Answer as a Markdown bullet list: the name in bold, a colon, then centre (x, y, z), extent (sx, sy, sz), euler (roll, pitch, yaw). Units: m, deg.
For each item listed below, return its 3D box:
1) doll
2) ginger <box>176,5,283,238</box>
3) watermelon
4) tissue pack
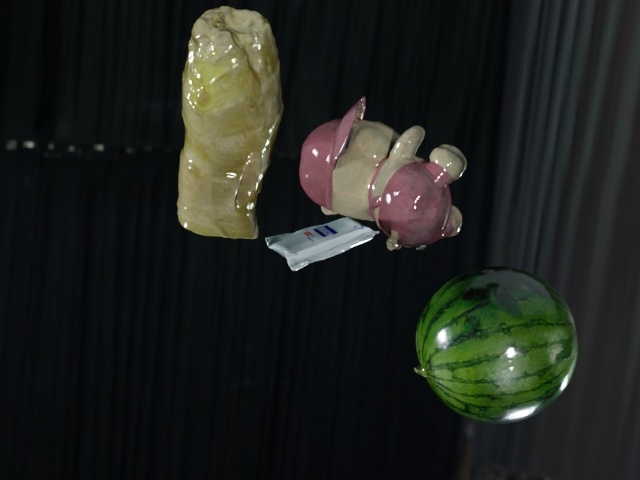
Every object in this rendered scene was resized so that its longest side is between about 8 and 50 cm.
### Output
- **doll**: centre (0.087, -0.097, 1.875), extent (0.256, 0.196, 0.152), euler (27, -161, 29)
- **ginger**: centre (-0.095, -0.123, 1.371), extent (0.109, 0.262, 0.116), euler (1, -150, -10)
- **watermelon**: centre (0.264, 0.157, 1.936), extent (0.243, 0.242, 0.242), euler (6, -173, -1)
- **tissue pack**: centre (0.000, 0.000, 1.724), extent (0.123, 0.026, 0.193), euler (-22, -167, -8)
